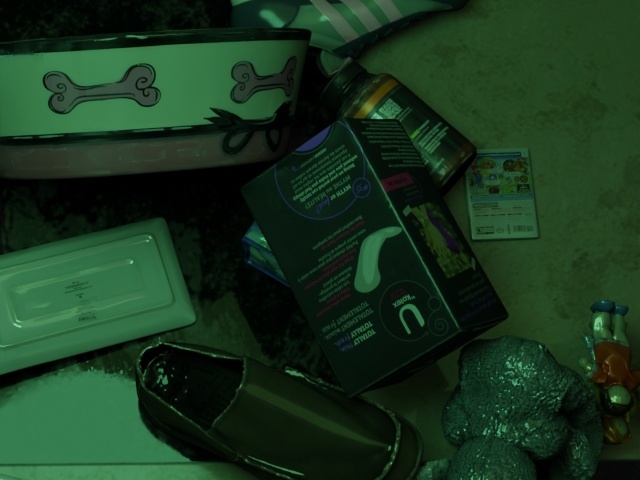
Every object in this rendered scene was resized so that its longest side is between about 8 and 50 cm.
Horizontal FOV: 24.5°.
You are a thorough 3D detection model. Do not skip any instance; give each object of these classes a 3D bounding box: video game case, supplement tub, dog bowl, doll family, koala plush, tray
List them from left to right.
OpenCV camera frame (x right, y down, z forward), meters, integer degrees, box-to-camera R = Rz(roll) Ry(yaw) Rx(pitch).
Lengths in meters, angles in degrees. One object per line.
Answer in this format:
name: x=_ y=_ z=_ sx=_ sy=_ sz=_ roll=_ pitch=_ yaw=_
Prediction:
tray: x=-0.294 y=0.063 z=1.770 sx=0.270 sy=0.030 sz=0.145 roll=-14 pitch=75 yaw=-18
dog bowl: x=-0.209 y=-0.157 z=1.690 sx=0.408 sy=0.408 sz=0.150 roll=-4 pitch=96 yaw=-7
supplement tub: x=0.093 y=-0.138 z=1.851 sx=0.198 sy=0.106 sz=0.106 roll=42 pitch=73 yaw=8
koala plush: x=0.200 y=0.241 z=1.657 sx=0.196 sy=0.203 sz=0.221 roll=15 pitch=58 yaw=20
video game case: x=0.230 y=-0.059 z=1.889 sx=0.087 sy=0.011 sz=0.122 roll=-2 pitch=73 yaw=-6
doll family: x=0.405 y=0.182 z=1.795 sx=0.263 sy=0.118 sz=0.163 roll=10 pitch=65 yaw=-22

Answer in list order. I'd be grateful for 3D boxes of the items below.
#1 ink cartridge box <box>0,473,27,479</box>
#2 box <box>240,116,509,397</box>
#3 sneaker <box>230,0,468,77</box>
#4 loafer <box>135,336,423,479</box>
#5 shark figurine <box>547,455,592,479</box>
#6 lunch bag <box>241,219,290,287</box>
ink cartridge box: x=-0.426 y=0.349 z=1.640 sx=0.273 sy=0.115 sz=0.198 roll=14 pitch=72 yaw=-2
box: x=0.060 y=0.015 z=1.653 sx=0.165 sy=0.143 sz=0.270 roll=-33 pitch=77 yaw=26
sneaker: x=0.044 y=-0.277 z=1.903 sx=0.319 sy=0.112 sz=0.131 roll=-5 pitch=90 yaw=-5
loafer: x=-0.065 y=0.203 z=1.655 sx=0.366 sy=0.130 sz=0.134 roll=13 pitch=72 yaw=23
shark figurine: x=0.346 y=0.367 z=1.718 sx=0.166 sy=0.116 sz=0.278 roll=-41 pitch=79 yaw=-14
lunch bag: x=0.000 y=0.000 z=1.804 sx=0.151 sy=0.096 sz=0.129 roll=28 pitch=72 yaw=13
